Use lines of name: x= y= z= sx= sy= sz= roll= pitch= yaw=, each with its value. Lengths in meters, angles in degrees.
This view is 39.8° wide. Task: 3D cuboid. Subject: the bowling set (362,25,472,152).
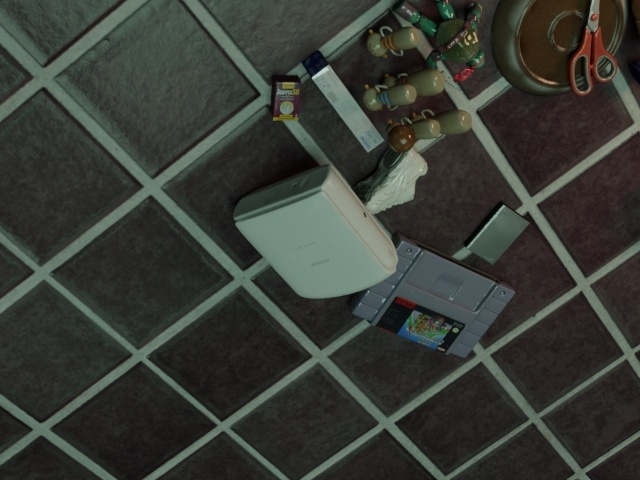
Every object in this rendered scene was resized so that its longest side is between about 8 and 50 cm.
bowling set: x=0.150 y=-0.264 z=1.750 sx=0.200 sy=0.154 sz=0.287 roll=-52 pitch=122 yaw=-27

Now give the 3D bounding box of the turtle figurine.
turtle figurine: x=0.260 y=-0.411 z=1.753 sx=0.175 sy=0.118 sz=0.234 roll=-45 pitch=111 yaw=1

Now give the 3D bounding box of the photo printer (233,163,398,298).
photo printer: x=0.000 y=0.000 z=1.880 sx=0.256 sy=0.107 sz=0.307 roll=-17 pitch=129 yaw=31

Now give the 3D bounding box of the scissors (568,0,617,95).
scissors: x=0.548 y=-0.437 z=1.808 sx=0.109 sy=0.021 sz=0.297 roll=-19 pitch=124 yaw=-1

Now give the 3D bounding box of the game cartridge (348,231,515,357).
game cartridge: x=0.267 y=0.143 z=2.114 sx=0.355 sy=0.068 sz=0.230 roll=23 pitch=108 yaw=-25

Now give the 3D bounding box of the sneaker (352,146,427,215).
sneaker: x=0.148 y=-0.101 z=1.921 sx=0.115 sy=0.090 sz=0.232 roll=34 pitch=108 yaw=-32

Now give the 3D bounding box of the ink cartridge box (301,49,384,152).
ink cartridge box: x=0.046 y=-0.280 z=1.781 sx=0.046 sy=0.097 sz=0.207 roll=-36 pitch=121 yaw=7

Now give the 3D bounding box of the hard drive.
hard drive: x=0.414 y=-0.016 z=2.077 sx=0.094 sy=0.022 sz=0.135 roll=30 pitch=109 yaw=-28

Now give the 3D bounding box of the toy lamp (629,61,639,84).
toy lamp: x=0.805 y=-0.430 z=1.903 sx=0.274 sy=0.080 sz=0.080 roll=-36 pitch=122 yaw=8

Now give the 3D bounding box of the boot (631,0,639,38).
boot: x=0.780 y=-0.512 z=1.798 sx=0.283 sy=0.109 sz=0.220 roll=-7 pitch=107 yaw=19

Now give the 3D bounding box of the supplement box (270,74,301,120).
supplement box: x=-0.070 y=-0.287 z=1.778 sx=0.055 sy=0.043 sz=0.083 roll=-2 pitch=120 yaw=-12

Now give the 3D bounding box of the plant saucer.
plant saucer: x=0.509 y=-0.440 z=1.839 sx=0.310 sy=0.050 sz=0.311 roll=-7 pitch=121 yaw=-12
